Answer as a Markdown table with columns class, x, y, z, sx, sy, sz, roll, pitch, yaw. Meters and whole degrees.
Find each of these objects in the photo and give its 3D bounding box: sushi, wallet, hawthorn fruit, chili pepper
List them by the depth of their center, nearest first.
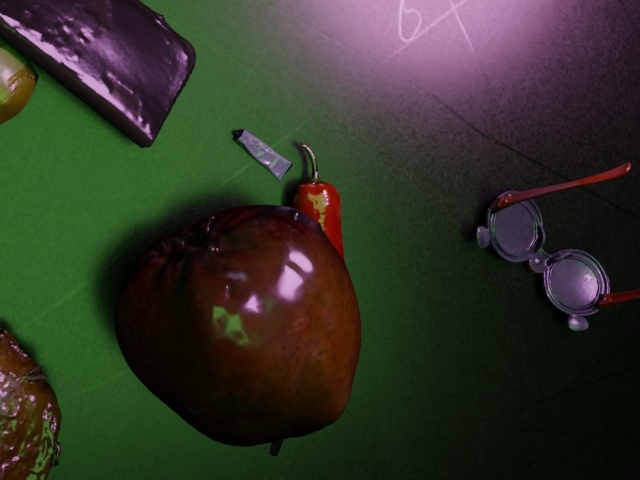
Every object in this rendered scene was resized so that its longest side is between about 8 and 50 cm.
| class | x | y | z | sx | sy | sz | roll | pitch | yaw |
| --- | --- | --- | --- | --- | --- | --- | --- | --- | --- |
| wallet | -0.301 | -0.265 | 1.744 | 0.309 | 0.042 | 0.165 | 37 | 59 | -27 |
| sushi | -0.437 | 0.261 | 1.756 | 0.179 | 0.167 | 0.296 | 14 | 100 | -38 |
| hawthorn fruit | -0.091 | 0.114 | 1.759 | 0.308 | 0.308 | 0.325 | -38 | 92 | -8 |
| chili pepper | 0.000 | 0.000 | 1.892 | 0.071 | 0.063 | 0.272 | -9 | 101 | -2 |

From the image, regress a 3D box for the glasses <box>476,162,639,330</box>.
| class | x | y | z | sx | sy | sz | roll | pitch | yaw |
| --- | --- | --- | --- | --- | --- | --- | --- | --- | --- |
| glasses | 0.368 | 0.007 | 1.891 | 0.234 | 0.268 | 0.118 | 42 | 66 | -14 |

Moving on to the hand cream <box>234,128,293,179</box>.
| class | x | y | z | sx | sy | sz | roll | pitch | yaw |
| --- | --- | --- | --- | --- | --- | --- | --- | --- | --- |
| hand cream | -0.080 | -0.120 | 1.880 | 0.093 | 0.019 | 0.030 | 39 | 83 | -22 |

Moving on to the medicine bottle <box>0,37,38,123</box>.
| class | x | y | z | sx | sy | sz | roll | pitch | yaw |
| --- | --- | --- | --- | --- | --- | --- | --- | --- | --- |
| medicine bottle | -0.453 | -0.247 | 1.710 | 0.124 | 0.124 | 0.239 | -41 | 105 | -8 |
